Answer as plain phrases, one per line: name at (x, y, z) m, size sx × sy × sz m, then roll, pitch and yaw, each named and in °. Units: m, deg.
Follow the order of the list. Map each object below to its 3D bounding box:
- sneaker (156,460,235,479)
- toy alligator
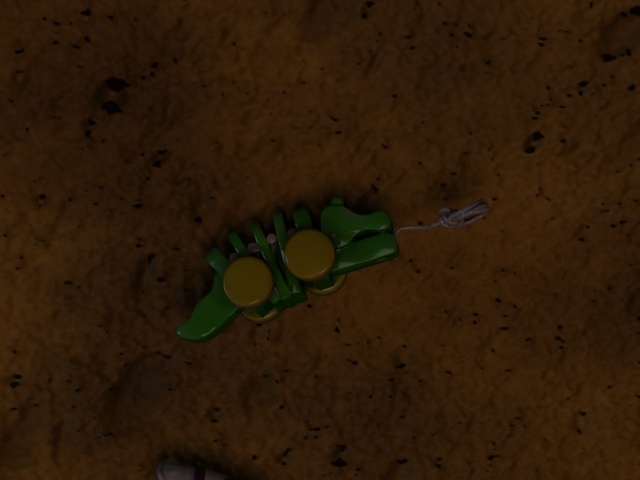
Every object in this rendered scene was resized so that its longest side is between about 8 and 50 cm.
sneaker at (-0.102, 0.218, 1.057) m, size 0.084 × 0.069 × 0.185 m, roll 25°, pitch 102°, yaw -10°
toy alligator at (0.000, 0.000, 0.979) m, size 0.190 × 0.056 × 0.051 m, roll -24°, pitch 75°, yaw 2°
